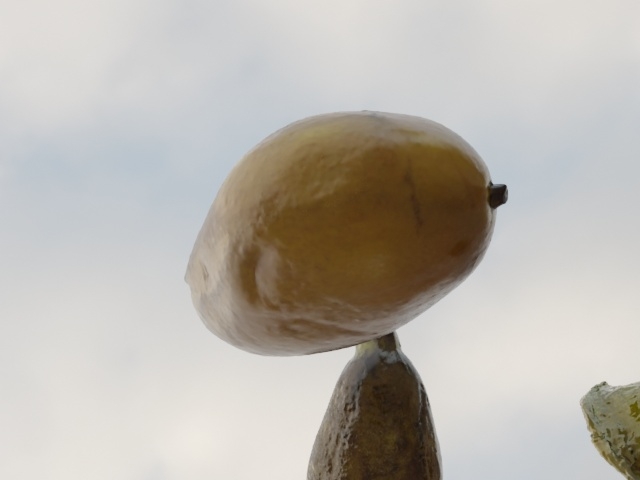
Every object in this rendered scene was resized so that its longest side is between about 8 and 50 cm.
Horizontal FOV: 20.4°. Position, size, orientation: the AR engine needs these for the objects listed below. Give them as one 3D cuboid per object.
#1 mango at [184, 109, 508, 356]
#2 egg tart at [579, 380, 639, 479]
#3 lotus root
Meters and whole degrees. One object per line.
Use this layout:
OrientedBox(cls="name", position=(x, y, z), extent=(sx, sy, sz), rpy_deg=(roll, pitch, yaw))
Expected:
OrientedBox(cls="mango", position=(0.000, 0.000, 1.013), extent=(0.147, 0.109, 0.227), rpy_deg=(22, -35, -32))
OrientedBox(cls="egg tart", position=(0.194, 0.111, 0.995), extent=(0.105, 0.105, 0.039), rpy_deg=(13, -56, -39))
OrientedBox(cls="lotus root", position=(0.043, 0.155, 1.393), extent=(0.108, 0.094, 0.191), rpy_deg=(2, -77, 7))
